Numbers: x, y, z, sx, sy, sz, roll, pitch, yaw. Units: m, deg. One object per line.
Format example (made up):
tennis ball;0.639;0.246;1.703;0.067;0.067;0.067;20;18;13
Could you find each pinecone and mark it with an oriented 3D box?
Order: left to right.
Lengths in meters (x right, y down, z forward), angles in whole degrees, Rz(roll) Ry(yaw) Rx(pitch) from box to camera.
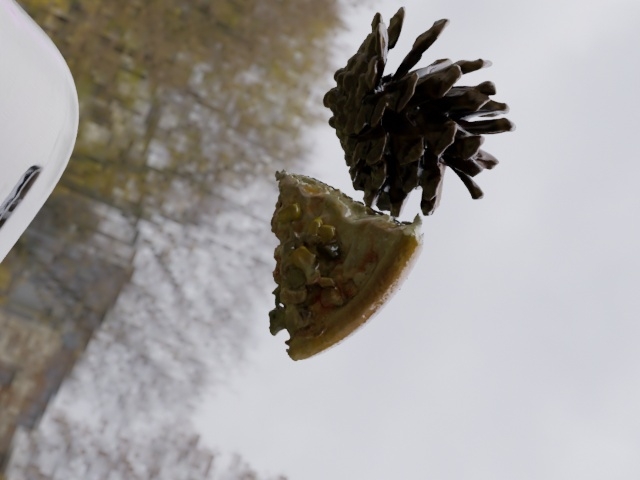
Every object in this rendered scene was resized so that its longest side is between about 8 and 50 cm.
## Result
pinecone;0.108;-0.132;1.789;0.202;0.201;0.229;-45;151;-53

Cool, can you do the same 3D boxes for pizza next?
pizza;0.000;0.000;1.517;0.185;0.052;0.195;-44;-128;18

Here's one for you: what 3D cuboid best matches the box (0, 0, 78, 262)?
box;-0.277;-0.041;0.914;0.288;0.141;0.349;-56;165;-7
